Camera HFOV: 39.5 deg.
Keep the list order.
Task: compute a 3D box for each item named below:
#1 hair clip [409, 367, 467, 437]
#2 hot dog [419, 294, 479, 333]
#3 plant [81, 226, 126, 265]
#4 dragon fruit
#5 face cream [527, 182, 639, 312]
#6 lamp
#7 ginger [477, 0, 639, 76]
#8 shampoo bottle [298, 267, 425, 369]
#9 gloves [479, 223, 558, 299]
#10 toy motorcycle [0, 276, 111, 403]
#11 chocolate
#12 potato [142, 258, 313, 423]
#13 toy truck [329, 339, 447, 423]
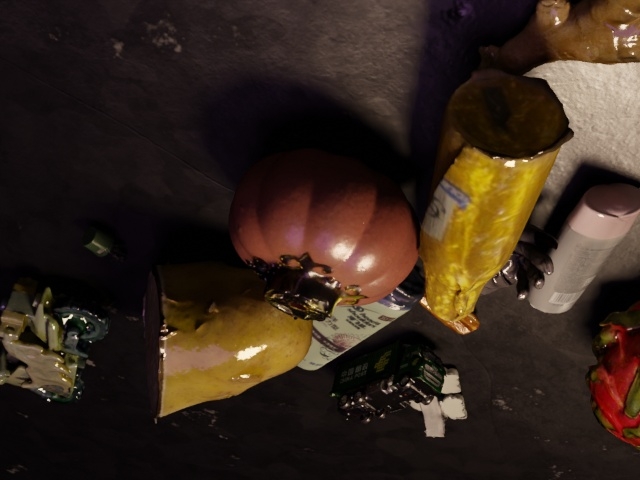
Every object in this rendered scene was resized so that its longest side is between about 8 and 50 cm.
[{"bbox_3d":[0.235,0.338,1.888,0.140,0.054,0.220,3,138,22],"label":"hair clip"},{"bbox_3d":[0.232,0.123,1.631,0.144,0.038,0.062,37,140,-22],"label":"hot dog"},{"bbox_3d":[-0.403,0.013,1.697,0.051,0.051,0.102,-14,147,31],"label":"plant"},{"bbox_3d":[0.577,0.217,1.490,0.231,0.237,0.303,-1,133,-13],"label":"dragon fruit"},{"bbox_3d":[0.412,0.016,1.407,0.107,0.073,0.269,-11,147,-18],"label":"face cream"},{"bbox_3d":[0.000,0.000,1.377,0.305,0.239,0.305,15,158,6],"label":"lamp"},{"bbox_3d":[0.320,-0.254,1.104,0.148,0.081,0.333,24,155,-36],"label":"ginger"},{"bbox_3d":[0.043,0.135,1.677,0.134,0.078,0.359,35,138,-14],"label":"shampoo bottle"},{"bbox_3d":[0.276,0.040,1.458,0.142,0.119,0.285,32,153,-24],"label":"gloves"},{"bbox_3d":[-0.601,0.229,1.940,0.237,0.169,0.410,19,137,-15],"label":"toy motorcycle"},{"bbox_3d":[0.222,-0.024,1.262,0.162,0.162,0.445,11,142,5],"label":"chocolate"},{"bbox_3d":[-0.179,0.186,1.685,0.296,0.290,0.397,-1,161,-13],"label":"potato"},{"bbox_3d":[0.134,0.284,1.794,0.088,0.121,0.259,38,137,-25],"label":"toy truck"}]
